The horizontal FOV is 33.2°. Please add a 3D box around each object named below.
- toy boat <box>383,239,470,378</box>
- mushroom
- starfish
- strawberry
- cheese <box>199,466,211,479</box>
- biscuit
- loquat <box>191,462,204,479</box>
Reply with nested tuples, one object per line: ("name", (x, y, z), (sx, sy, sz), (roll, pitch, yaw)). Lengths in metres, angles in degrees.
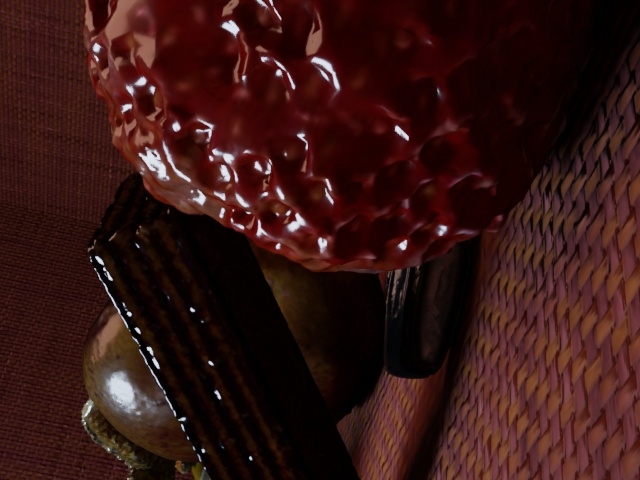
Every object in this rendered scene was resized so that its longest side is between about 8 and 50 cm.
("toy boat", (0.075, 0.034, 0.794), (0.061, 0.060, 0.137), (0, 80, 64))
("mushroom", (-0.076, 0.093, 1.171), (0.345, 0.345, 0.259), (109, 156, -57))
("starfish", (-0.206, 0.275, 1.316), (0.303, 0.113, 0.312), (-96, -1, -50))
("strawberry", (0.006, -0.120, 0.581), (0.310, 0.292, 0.292), (10, -88, -85))
("cheese", (-0.095, 0.395, 1.344), (0.093, 0.159, 0.263), (-70, -9, -89))
("biscuit", (-0.048, 0.121, 0.778), (0.107, 0.073, 0.388), (-83, -27, -61))
("loquat", (-0.084, 0.272, 1.490), (0.187, 0.176, 0.234), (2, 64, 46))
